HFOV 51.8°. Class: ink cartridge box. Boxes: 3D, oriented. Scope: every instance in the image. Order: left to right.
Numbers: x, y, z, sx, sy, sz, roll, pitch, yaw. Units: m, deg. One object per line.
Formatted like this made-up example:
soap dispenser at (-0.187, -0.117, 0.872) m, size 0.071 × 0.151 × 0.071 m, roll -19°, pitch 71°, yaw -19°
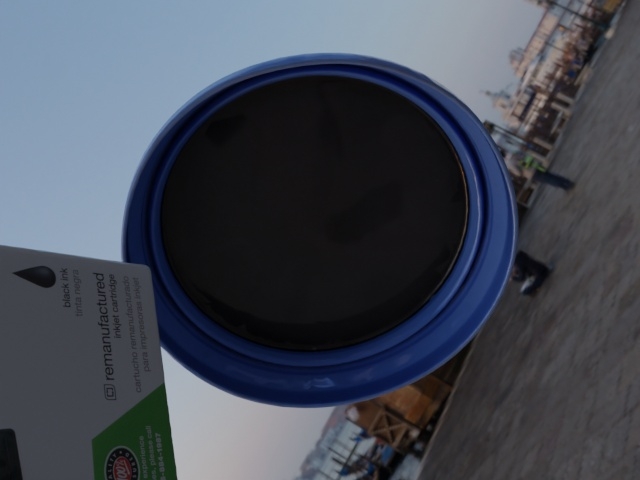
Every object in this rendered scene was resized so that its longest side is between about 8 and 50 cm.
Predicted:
ink cartridge box at (-0.180, 0.080, 0.303) m, size 0.086 × 0.153 × 0.208 m, roll -28°, pitch -26°, yaw 34°

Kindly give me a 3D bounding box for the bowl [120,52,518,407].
bowl at (0.000, 0.000, 0.674) m, size 0.077 × 0.391 × 0.391 m, roll -102°, pitch 34°, yaw -61°
